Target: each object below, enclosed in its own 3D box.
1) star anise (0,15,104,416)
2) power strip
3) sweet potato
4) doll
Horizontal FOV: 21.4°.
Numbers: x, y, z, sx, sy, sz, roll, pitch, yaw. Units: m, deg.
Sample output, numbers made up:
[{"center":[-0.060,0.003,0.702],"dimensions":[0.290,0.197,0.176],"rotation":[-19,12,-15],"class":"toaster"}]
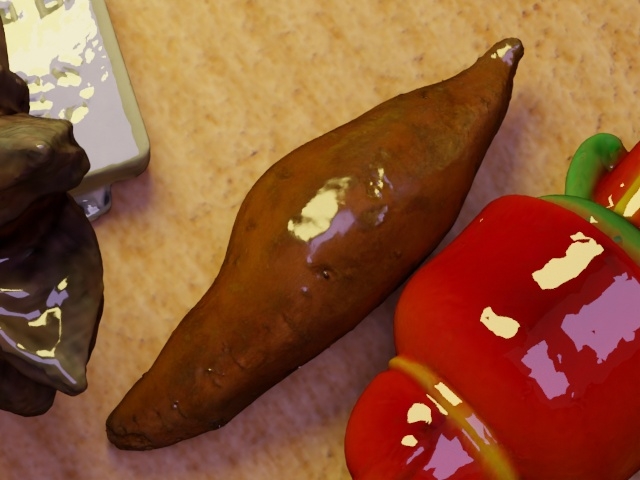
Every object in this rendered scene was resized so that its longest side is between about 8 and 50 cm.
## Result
[{"center":[-0.203,-0.039,0.926],"dimensions":[0.108,0.315,0.315],"rotation":[-21,84,-24],"class":"star anise"},{"center":[-0.195,-0.174,1.065],"dimensions":[0.098,0.058,0.338],"rotation":[-17,83,-9],"class":"power strip"},{"center":[0.004,-0.003,1.034],"dimensions":[0.112,0.112,0.359],"rotation":[44,79,1],"class":"sweet potato"},{"center":[0.139,0.063,1.011],"dimensions":[0.363,0.160,0.182],"rotation":[-39,72,-13],"class":"doll"}]
